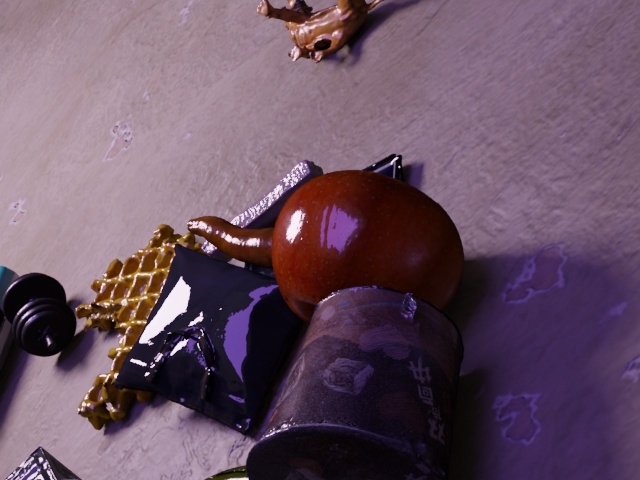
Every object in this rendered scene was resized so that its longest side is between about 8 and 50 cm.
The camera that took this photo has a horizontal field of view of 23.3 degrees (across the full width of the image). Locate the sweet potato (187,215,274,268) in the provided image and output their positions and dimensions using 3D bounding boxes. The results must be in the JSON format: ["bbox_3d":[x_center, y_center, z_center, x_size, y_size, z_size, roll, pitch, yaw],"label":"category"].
[{"bbox_3d":[-0.075,0.008,1.997,0.265,0.057,0.057,9,64,38],"label":"sweet potato"}]

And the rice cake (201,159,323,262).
[{"bbox_3d":[-0.077,-0.035,2.065,0.207,0.047,0.036,-39,39,25],"label":"rice cake"}]

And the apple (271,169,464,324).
[{"bbox_3d":[0.045,0.026,1.762,0.235,0.210,0.173,-30,31,63],"label":"apple"}]

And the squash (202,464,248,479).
[{"bbox_3d":[-0.114,0.311,1.802,0.318,0.071,0.080,-25,27,32],"label":"squash"}]

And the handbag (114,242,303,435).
[{"bbox_3d":[-0.141,0.124,1.986,0.254,0.089,0.211,16,77,39],"label":"handbag"}]

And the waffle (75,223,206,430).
[{"bbox_3d":[-0.252,0.103,2.182,0.260,0.069,0.293,-41,35,18],"label":"waffle"}]

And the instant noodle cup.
[{"bbox_3d":[0.050,0.178,1.618,0.217,0.217,0.207,-23,36,37],"label":"instant noodle cup"}]

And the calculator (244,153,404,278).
[{"bbox_3d":[0.000,0.000,2.007,0.274,0.028,0.165,-26,40,33],"label":"calculator"}]

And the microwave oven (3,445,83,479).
[{"bbox_3d":[-0.342,0.381,1.953,0.162,0.122,0.208,-45,33,-2],"label":"microwave oven"}]

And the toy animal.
[{"bbox_3d":[0.030,-0.325,2.246,0.255,0.114,0.116,-10,8,40],"label":"toy animal"}]

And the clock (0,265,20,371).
[{"bbox_3d":[-0.583,0.188,2.476,0.231,0.116,0.262,-13,50,38],"label":"clock"}]

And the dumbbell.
[{"bbox_3d":[-0.428,0.112,2.358,0.099,0.099,0.208,-48,32,6],"label":"dumbbell"}]
